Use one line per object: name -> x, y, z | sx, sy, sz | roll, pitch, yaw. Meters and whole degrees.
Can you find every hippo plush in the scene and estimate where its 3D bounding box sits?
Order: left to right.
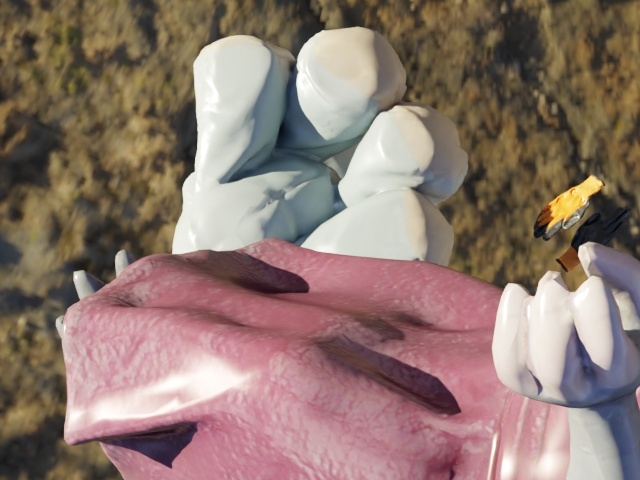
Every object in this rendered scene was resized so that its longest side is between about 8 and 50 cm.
hippo plush -> 0.000, 0.000, 1.178 | 0.234, 0.294, 0.236 | 17, 169, 14

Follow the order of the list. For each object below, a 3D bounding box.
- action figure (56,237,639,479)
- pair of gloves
action figure -> 0.084, 0.088, 0.487 | 0.370, 0.248, 0.276 | 7, 112, 40
pair of gloves -> 0.215, -0.016, 1.246 | 0.074, 0.083, 0.010 | -40, 125, 5
